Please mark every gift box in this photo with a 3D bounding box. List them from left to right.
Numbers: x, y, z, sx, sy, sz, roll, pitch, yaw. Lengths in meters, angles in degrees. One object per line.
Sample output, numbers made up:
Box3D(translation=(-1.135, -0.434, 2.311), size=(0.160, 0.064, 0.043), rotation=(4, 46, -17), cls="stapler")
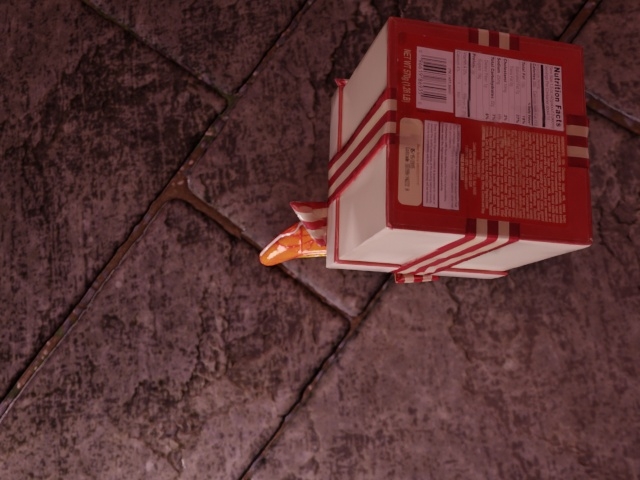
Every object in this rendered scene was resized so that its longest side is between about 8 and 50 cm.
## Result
Box3D(translation=(0.119, -0.094, 0.761), size=(0.276, 0.258, 0.255), rotation=(9, 77, -11), cls="gift box")

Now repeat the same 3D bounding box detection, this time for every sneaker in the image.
Box3D(translation=(0.000, 0.000, 0.882), size=(0.175, 0.064, 0.067), rotation=(-23, 84, 10), cls="sneaker")
